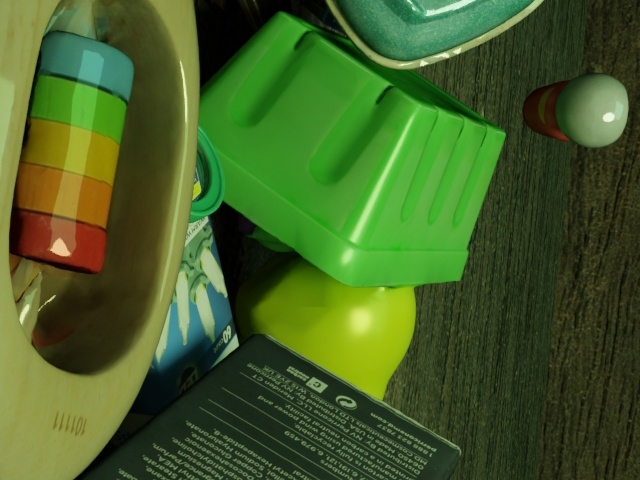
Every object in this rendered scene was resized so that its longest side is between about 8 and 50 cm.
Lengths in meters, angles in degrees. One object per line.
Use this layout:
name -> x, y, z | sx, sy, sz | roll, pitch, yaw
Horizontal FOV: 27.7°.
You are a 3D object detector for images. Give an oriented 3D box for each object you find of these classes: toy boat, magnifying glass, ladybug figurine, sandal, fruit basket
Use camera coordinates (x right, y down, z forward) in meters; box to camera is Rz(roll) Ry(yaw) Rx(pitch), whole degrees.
toy boat -> 0.162, -0.220, 1.168 | 0.318, 0.267, 0.148 | 54, -7, -12
magnifying glass -> -0.154, -0.113, 1.023 | 0.231, 0.026, 0.092 | 56, 36, -15
ladybug figurine -> -0.206, -0.058, 0.860 | 0.305, 0.162, 0.449 | 34, 62, -63
sandal -> -0.092, -0.261, 1.247 | 0.219, 0.060, 0.090 | 47, 42, -41
fruit basket -> 0.000, 0.000, 1.279 | 0.392, 0.283, 0.392 | -45, 159, -23

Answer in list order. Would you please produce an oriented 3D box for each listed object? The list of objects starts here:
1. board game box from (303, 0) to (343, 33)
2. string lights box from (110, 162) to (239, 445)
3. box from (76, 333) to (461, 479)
board game box -> 0.099, -0.373, 1.334 | 0.347, 0.078, 0.233 | -64, -169, 10
string lights box -> -0.148, 0.039, 1.118 | 0.133, 0.076, 0.260 | -54, 140, -51
box -> -0.092, 0.301, 0.990 | 0.395, 0.212, 0.293 | -38, 154, -61
